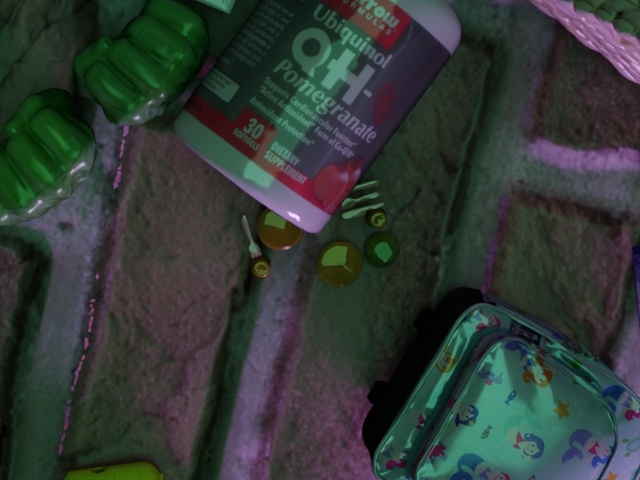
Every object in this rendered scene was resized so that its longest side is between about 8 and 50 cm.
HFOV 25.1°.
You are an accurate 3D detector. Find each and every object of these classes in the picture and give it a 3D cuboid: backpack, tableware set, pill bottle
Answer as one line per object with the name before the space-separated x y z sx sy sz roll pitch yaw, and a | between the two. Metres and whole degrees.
backpack | 0.197 0.192 1.434 0.253 0.191 0.225 30 95 -15
tableware set | 0.000 0.000 1.458 0.154 0.024 0.104 -16 104 -4
pill bottle | 0.020 -0.180 1.348 0.176 0.176 0.318 36 93 -10

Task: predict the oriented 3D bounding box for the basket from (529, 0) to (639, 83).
basket | 0.388 -0.237 1.263 0.331 0.328 0.266 31 98 -33

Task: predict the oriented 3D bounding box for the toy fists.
toy fists | -0.216 -0.122 1.352 0.279 0.142 0.096 -41 101 1

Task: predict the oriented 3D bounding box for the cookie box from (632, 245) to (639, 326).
cookie box | 0.378 0.054 1.496 0.092 0.040 0.107 -10 101 -5

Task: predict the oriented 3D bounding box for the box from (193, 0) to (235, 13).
box | -0.118 -0.272 1.357 0.101 0.102 0.087 20 99 -10

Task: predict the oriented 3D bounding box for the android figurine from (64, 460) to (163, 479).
android figurine | -0.194 0.350 1.479 0.273 0.056 0.248 -8 100 -4
